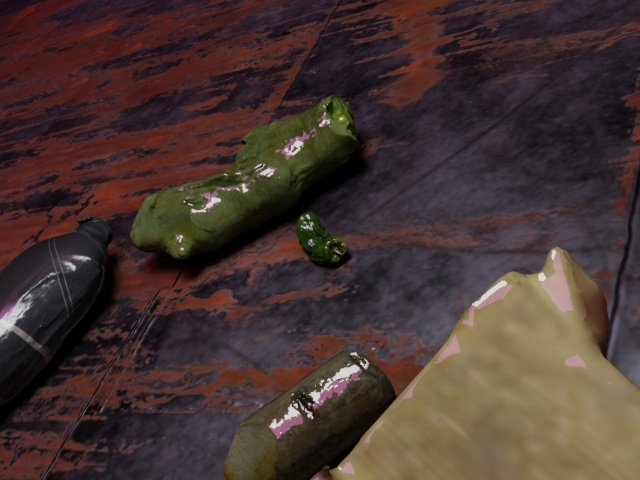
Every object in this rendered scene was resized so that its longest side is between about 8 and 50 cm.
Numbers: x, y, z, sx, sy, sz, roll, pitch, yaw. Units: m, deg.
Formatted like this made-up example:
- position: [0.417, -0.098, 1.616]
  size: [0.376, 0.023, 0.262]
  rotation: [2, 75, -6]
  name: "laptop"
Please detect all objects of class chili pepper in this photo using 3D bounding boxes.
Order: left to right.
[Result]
- position: [0.000, 0.001, 0.974]
  size: [0.030, 0.034, 0.091]
  rotation: [-5, 24, -24]
  name: "chili pepper"

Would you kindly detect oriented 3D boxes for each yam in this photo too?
- position: [-0.013, 0.145, 0.747]
  size: [0.146, 0.069, 0.070]
  rotation: [-34, 33, -7]
  name: "yam"

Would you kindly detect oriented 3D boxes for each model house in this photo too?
- position: [0.109, 0.218, 0.449]
  size: [0.266, 0.261, 0.321]
  rotation: [41, 91, 30]
  name: "model house"

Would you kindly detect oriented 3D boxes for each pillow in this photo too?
- position: [-0.347, 0.093, 1.062]
  size: [0.162, 0.092, 0.335]
  rotation: [4, 45, 47]
  name: "pillow"

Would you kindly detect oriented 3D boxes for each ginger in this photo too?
- position: [-0.081, -0.067, 1.079]
  size: [0.290, 0.089, 0.137]
  rotation: [-39, 51, -4]
  name: "ginger"
